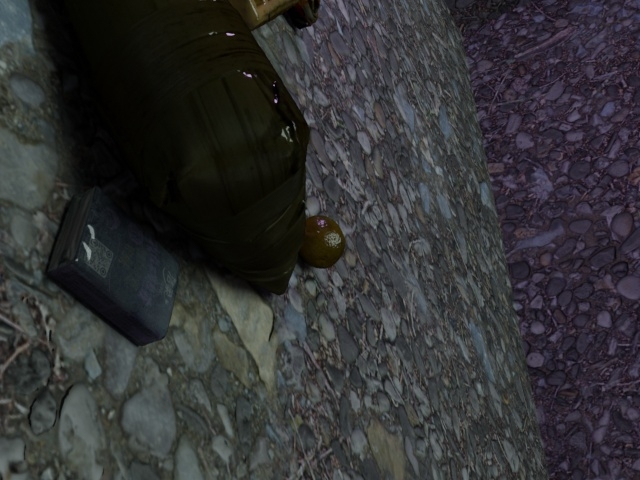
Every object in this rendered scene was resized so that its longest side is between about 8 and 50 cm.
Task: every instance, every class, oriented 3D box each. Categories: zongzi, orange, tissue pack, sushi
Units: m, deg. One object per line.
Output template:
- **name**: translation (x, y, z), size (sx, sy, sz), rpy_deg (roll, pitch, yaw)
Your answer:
- **zongzi**: translation (-0.192, -0.183, 1.136), size (0.500, 0.218, 0.467), rpy_deg (60, -13, 19)
- **orange**: translation (0.000, 0.000, 1.420), size (0.085, 0.085, 0.095), rpy_deg (48, 23, -42)
- **tissue pack**: translation (-0.222, 0.031, 0.925), size (0.156, 0.051, 0.112), rpy_deg (49, 32, -41)
- **sushi**: translation (-0.062, -0.547, 1.729), size (0.226, 0.097, 0.103), rpy_deg (52, 24, -40)

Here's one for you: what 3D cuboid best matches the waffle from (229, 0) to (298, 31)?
- **waffle**: translation (-0.152, -0.506, 1.478), size (0.261, 0.114, 0.376), rpy_deg (60, 24, -15)
